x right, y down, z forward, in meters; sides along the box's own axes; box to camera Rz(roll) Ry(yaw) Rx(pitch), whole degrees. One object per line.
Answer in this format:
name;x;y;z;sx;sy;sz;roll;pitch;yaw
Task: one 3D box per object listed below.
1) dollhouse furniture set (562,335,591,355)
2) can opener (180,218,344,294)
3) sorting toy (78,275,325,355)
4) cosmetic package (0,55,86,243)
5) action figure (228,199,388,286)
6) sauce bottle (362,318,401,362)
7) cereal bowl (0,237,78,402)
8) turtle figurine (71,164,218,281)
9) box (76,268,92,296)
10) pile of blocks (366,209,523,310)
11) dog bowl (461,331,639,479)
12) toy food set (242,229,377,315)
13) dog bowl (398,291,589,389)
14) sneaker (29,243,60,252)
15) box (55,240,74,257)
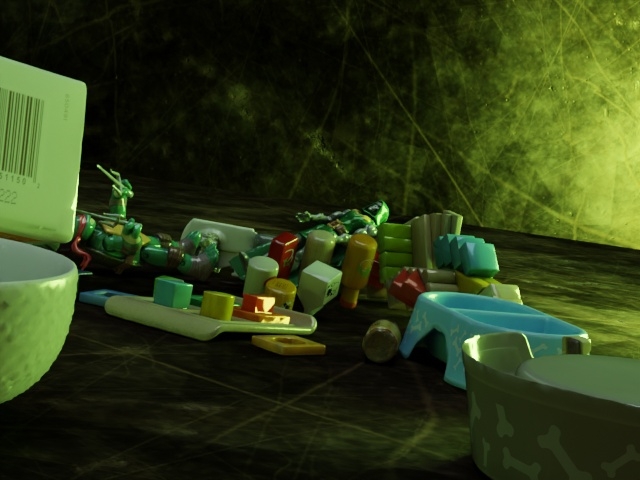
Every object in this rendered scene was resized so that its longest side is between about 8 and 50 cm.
dollhouse furniture set;0.259;0.154;1.509;0.081;0.091;0.114;-15;21;-33
can opener;-0.073;0.023;2.285;0.280;0.074;0.093;10;1;15
sorting toy;-0.126;0.077;1.854;0.348;0.047;0.196;12;8;38
cosmetic package;-0.472;-0.086;1.512;0.453;0.161;0.230;0;-8;36
action figure;0.000;0.000;2.203;0.232;0.063;0.137;-26;40;-25
sauce bottle;0.072;0.113;1.797;0.042;0.042;0.128;8;4;5
cereal bowl;-0.361;0.069;1.211;0.339;0.141;0.339;7;7;-1
turtle figurine;-0.266;-0.011;2.175;0.234;0.118;0.175;21;24;-31
box;-0.385;0.049;1.859;0.136;0.036;0.225;10;7;24
pile of blocks;0.137;0.036;2.084;0.113;0.148;0.362;5;7;-24
dog bowl;0.286;0.160;1.319;0.349;0.102;0.349;7;7;-1
toy food set;-0.026;0.063;2.045;0.111;0.104;0.232;24;30;21
dog bowl;0.198;0.116;1.763;0.166;0.074;0.297;5;6;-19
sneaker;-0.410;-0.039;1.920;0.209;0.094;0.081;16;-14;16
box;-0.496;-0.052;2.120;0.293;0.057;0.201;1;43;-50
